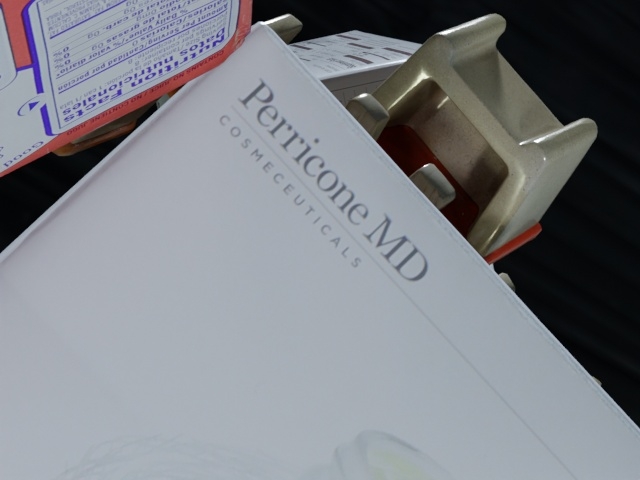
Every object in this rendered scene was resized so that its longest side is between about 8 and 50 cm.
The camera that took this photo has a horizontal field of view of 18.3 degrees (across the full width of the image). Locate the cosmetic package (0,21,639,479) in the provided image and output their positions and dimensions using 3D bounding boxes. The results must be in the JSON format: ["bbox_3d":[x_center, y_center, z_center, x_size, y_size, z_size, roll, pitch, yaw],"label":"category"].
[{"bbox_3d":[-0.028,0.090,0.624,0.225,0.224,0.138,-44,6,-6],"label":"cosmetic package"}]

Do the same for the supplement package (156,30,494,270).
[{"bbox_3d":[0.000,-0.008,1.191,0.262,0.145,0.204,-139,37,-77],"label":"supplement package"}]

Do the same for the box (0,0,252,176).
[{"bbox_3d":[-0.173,-0.058,0.395,0.300,0.142,0.154,-28,-15,-11],"label":"box"}]

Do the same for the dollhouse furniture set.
[{"bbox_3d":[0.000,0.000,0.879,0.259,0.262,0.135,-27,-18,-46],"label":"dollhouse furniture set"}]
